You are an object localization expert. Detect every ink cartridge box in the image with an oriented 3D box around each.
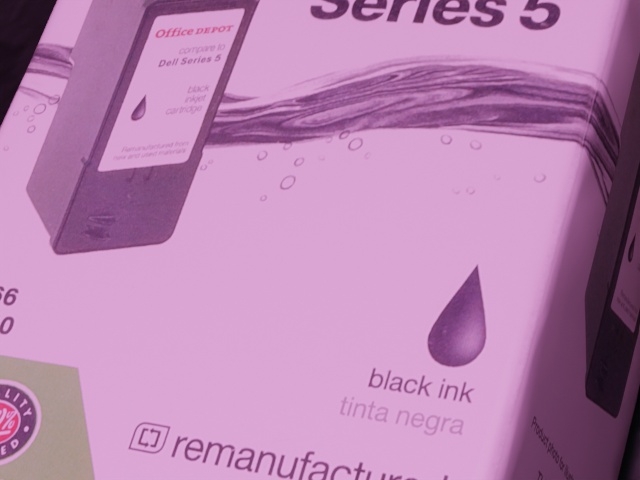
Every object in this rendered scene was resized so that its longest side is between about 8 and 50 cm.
[{"bbox_3d":[0.000,0.000,0.506,0.198,0.115,0.273,6,64,26],"label":"ink cartridge box"}]
